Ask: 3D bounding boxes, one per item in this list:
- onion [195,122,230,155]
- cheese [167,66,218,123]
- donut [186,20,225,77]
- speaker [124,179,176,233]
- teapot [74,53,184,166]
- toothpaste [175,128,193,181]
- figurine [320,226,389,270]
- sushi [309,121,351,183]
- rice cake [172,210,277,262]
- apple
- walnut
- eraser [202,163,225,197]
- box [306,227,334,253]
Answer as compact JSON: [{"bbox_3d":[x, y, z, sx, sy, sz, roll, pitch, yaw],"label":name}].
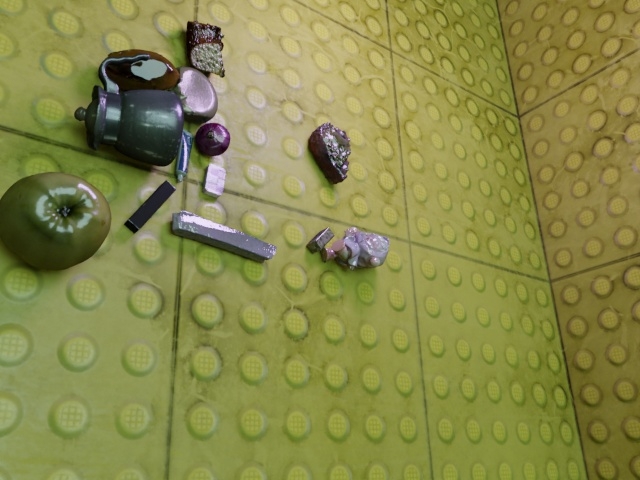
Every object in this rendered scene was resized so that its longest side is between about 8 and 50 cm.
[{"bbox_3d":[-0.355,-0.335,1.948,0.104,0.115,0.115,39,28,-83],"label":"onion"},{"bbox_3d":[-0.429,-0.485,1.952,0.175,0.091,0.202,0,70,-39],"label":"cheese"},{"bbox_3d":[-0.405,-0.669,2.044,0.126,0.144,0.186,2,100,-32],"label":"donut"},{"bbox_3d":[-0.506,-0.101,1.753,0.046,0.040,0.191,46,49,-17],"label":"speaker"},{"bbox_3d":[-0.552,-0.376,1.690,0.285,0.305,0.223,4,25,-31],"label":"teapot"},{"bbox_3d":[-0.440,-0.272,1.887,0.057,0.035,0.197,31,51,-45],"label":"toothpaste"},{"bbox_3d":[0.136,0.039,2.152,0.276,0.133,0.200,0,42,-35],"label":"figurine"},{"bbox_3d":[0.034,-0.344,2.257,0.161,0.107,0.241,23,58,-25],"label":"sushi"},{"bbox_3d":[-0.305,-0.008,1.863,0.365,0.056,0.072,20,54,-31],"label":"rice cake"},{"bbox_3d":[-0.666,-0.049,1.476,0.262,0.262,0.262,17,61,-33],"label":"apple"},{"bbox_3d":[-0.561,-0.524,1.830,0.245,0.137,0.137,-7,75,-28],"label":"walnut"},{"bbox_3d":[-0.350,-0.196,1.930,0.065,0.026,0.105,22,58,-34],"label":"eraser"},{"bbox_3d":[0.000,0.000,2.103,0.045,0.062,0.098,52,47,-10],"label":"box"}]
